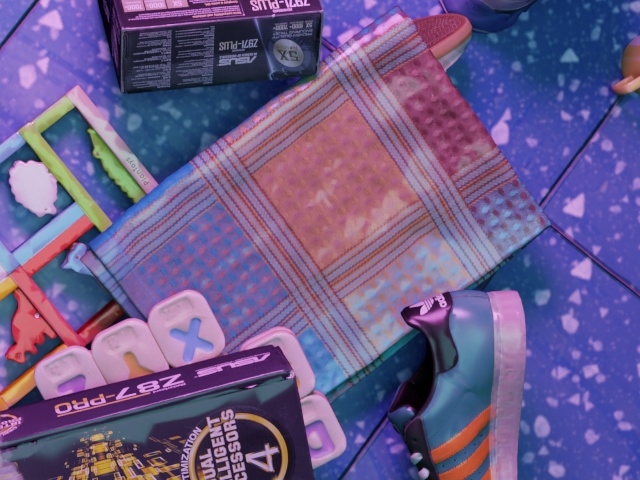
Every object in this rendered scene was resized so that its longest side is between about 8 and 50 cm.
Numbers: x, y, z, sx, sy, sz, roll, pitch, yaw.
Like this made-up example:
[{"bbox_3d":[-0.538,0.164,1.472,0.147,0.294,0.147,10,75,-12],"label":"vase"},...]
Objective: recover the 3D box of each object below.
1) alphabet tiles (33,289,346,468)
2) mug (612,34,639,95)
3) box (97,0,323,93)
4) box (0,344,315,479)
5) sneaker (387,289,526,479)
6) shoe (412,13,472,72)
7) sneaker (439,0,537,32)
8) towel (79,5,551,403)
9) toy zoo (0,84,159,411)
[{"bbox_3d":[-0.127,0.194,1.748,0.284,0.021,0.278,-26,110,-3],"label":"alphabet tiles"},{"bbox_3d":[0.328,-0.164,1.858,0.062,0.064,0.078,27,86,-13],"label":"mug"},{"bbox_3d":[-0.101,-0.213,1.711,0.180,0.147,0.077,-7,137,-13],"label":"box"},{"bbox_3d":[-0.145,0.318,1.712,0.318,0.097,0.394,-12,106,-8],"label":"box"},{"bbox_3d":[0.119,0.191,1.795,0.121,0.108,0.302,0,102,-8],"label":"sneaker"},{"bbox_3d":[0.050,-0.141,1.799,0.219,0.076,0.058,-31,127,-7],"label":"shoe"},{"bbox_3d":[0.244,-0.328,1.773,0.127,0.182,0.315,36,84,-13],"label":"sneaker"},{"bbox_3d":[0.000,0.000,1.758,0.370,0.040,0.271,-38,110,-2],"label":"towel"},{"bbox_3d":[-0.275,0.023,1.743,0.293,0.030,0.192,-40,100,-8],"label":"toy zoo"}]
